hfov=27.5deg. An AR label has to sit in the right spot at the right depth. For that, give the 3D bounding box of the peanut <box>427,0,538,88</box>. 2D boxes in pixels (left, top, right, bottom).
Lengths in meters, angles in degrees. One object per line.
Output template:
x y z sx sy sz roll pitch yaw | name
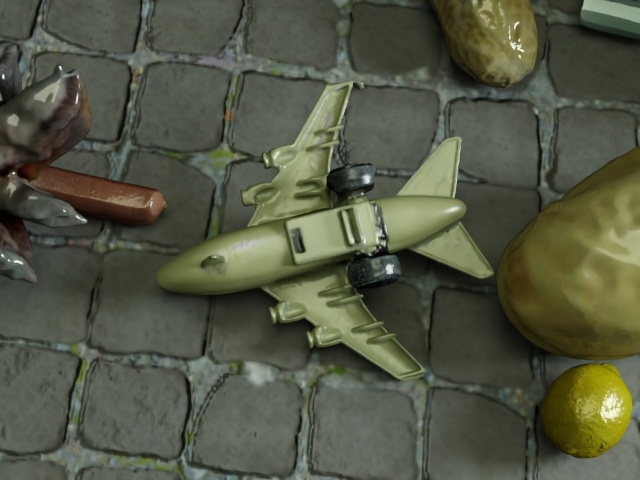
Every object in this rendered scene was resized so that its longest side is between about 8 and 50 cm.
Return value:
0.121 -0.203 1.051 0.080 0.080 0.174 -21 71 -12 | peanut

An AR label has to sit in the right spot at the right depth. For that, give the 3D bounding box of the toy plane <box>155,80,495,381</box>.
0.000 0.000 0.958 0.244 0.092 0.229 -12 83 -12 | toy plane

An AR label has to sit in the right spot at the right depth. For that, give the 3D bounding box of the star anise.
-0.255 -0.051 0.930 0.236 0.093 0.229 -24 84 16 | star anise

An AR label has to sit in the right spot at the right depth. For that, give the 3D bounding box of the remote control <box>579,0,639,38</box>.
0.258 -0.243 1.105 0.061 0.029 0.162 15 63 0 | remote control

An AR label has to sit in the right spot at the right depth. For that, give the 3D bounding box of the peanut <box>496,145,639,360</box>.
0.282 -0.003 0.950 0.319 0.147 0.147 -11 69 -5 | peanut

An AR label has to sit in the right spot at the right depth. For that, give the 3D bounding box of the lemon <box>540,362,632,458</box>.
0.191 0.120 0.935 0.062 0.062 0.083 32 56 9 | lemon

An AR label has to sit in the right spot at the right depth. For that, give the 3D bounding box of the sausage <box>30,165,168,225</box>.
-0.188 -0.038 0.990 0.147 0.030 0.035 14 70 3 | sausage
